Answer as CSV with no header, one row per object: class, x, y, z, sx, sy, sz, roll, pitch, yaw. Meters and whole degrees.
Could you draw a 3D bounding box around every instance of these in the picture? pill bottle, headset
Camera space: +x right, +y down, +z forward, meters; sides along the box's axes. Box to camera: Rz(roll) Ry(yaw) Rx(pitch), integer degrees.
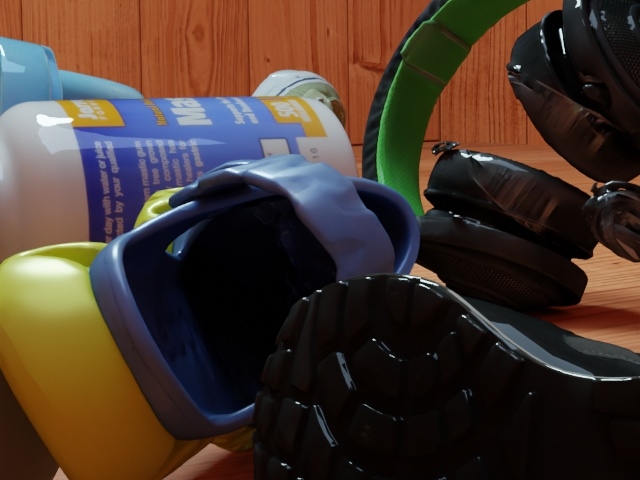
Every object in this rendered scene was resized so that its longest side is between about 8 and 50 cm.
pill bottle,-0.124,-0.013,1.213,0.272,0.152,0.152,-2,5,-24
headset,0.141,-0.065,1.287,0.185,0.243,0.394,26,13,-37

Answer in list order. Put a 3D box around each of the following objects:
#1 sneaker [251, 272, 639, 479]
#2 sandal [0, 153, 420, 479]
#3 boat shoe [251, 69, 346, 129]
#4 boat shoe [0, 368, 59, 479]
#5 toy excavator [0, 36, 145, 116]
sneaker,0.099,0.081,0.593,0.124,0.107,0.283,14,-2,-42
sandal,-0.017,0.020,0.806,0.138,0.126,0.317,-26,4,12
boat shoe,-0.026,-0.073,1.645,0.094,0.109,0.302,15,18,14
boat shoe,-0.189,0.080,0.669,0.076,0.080,0.228,4,14,38
toy excavator,-0.211,-0.046,1.545,0.445,0.222,0.433,12,-1,-25
